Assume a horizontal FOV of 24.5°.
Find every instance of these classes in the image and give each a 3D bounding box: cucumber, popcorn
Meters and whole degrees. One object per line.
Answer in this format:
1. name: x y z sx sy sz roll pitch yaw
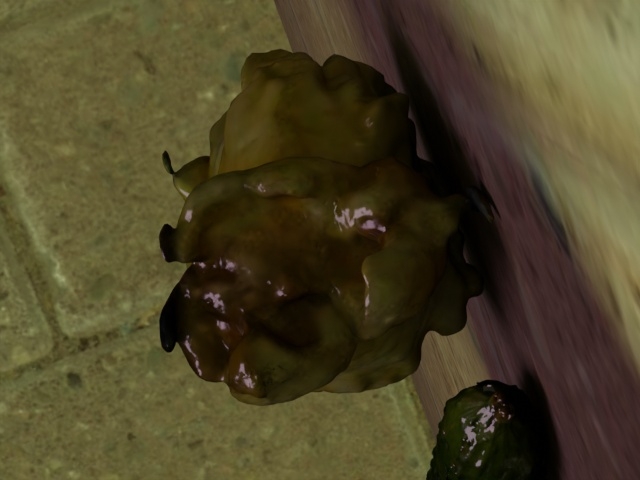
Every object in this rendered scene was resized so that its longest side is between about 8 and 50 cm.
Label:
1. cucumber: 0.085 0.117 0.756 0.227 0.069 0.069 79 171 -67
2. popcorn: 0.000 -0.010 0.693 0.195 0.173 0.168 12 -101 -80
